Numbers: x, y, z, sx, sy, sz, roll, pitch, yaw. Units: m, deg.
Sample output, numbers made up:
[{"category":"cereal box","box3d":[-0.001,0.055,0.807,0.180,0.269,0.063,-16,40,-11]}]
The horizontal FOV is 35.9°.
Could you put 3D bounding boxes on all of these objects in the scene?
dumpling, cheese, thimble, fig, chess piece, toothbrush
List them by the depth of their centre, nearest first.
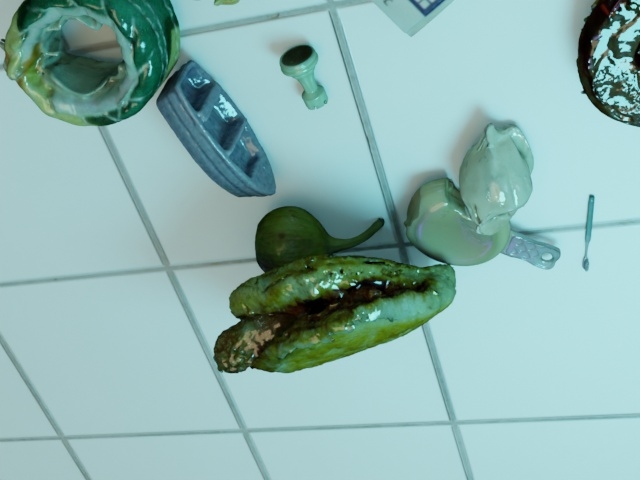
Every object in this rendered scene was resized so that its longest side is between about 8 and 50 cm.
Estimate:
[{"category":"thimble","box3d":[-0.383,-0.330,1.646,0.288,0.167,0.254,-9,125,20]},{"category":"chess piece","box3d":[-0.023,-0.272,1.668,0.067,0.067,0.103,-8,134,20]},{"category":"dumpling","box3d":[0.307,-0.108,1.678,0.136,0.118,0.199,-15,119,-24]},{"category":"toothbrush","box3d":[0.482,-0.011,1.773,0.011,0.014,0.167,-7,127,-1]},{"category":"cheese","box3d":[0.296,-0.014,1.782,0.286,0.082,0.163,17,132,-2]},{"category":"fig","box3d":[0.000,0.000,1.844,0.245,0.149,0.149,-4,128,-2]}]

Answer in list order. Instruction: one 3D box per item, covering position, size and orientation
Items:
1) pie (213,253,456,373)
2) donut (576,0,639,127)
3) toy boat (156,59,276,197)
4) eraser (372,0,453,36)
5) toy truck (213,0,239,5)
[{"category":"pie","box3d":[0.051,0.120,1.786,0.395,0.418,0.180,-25,74,37]},{"category":"donut","box3d":[0.515,-0.290,1.485,0.270,0.103,0.269,6,128,8]},{"category":"toy boat","box3d":[-0.175,-0.180,1.737,0.078,0.127,0.283,-19,123,28]},{"category":"eraser","box3d":[0.084,-0.448,1.483,0.279,0.081,0.124,40,126,-18]},{"category":"toy truck","box3d":[-0.137,-0.434,1.553,0.191,0.085,0.116,-9,130,18]}]
